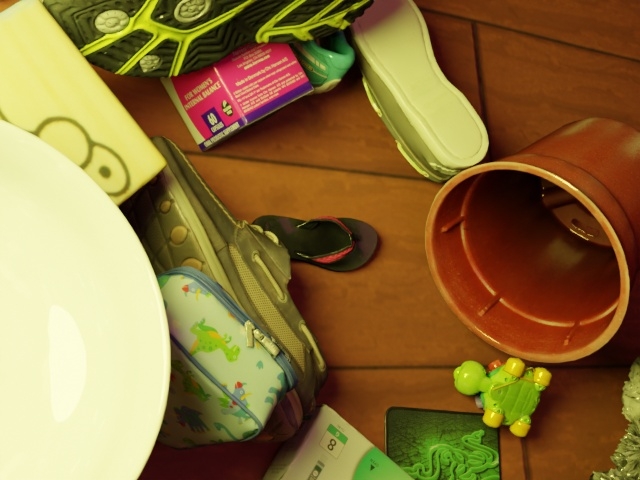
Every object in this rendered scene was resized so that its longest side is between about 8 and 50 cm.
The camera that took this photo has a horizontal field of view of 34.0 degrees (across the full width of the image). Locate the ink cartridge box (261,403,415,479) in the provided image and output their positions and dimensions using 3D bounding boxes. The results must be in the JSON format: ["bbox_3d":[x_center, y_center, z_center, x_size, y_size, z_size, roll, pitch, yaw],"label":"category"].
[{"bbox_3d":[0.005,0.325,1.164,0.181,0.056,0.224,43,57,-18],"label":"ink cartridge box"}]

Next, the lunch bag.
[{"bbox_3d":[-0.139,0.115,1.016,0.176,0.219,0.090,47,55,-15],"label":"lunch bag"}]

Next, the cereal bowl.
[{"bbox_3d":[-0.286,0.081,0.757,0.339,0.141,0.339,14,65,-34],"label":"cereal bowl"}]

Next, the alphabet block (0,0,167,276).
[{"bbox_3d":[-0.298,-0.074,0.972,0.192,0.193,0.197,-44,104,-33],"label":"alphabet block"}]

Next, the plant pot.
[{"bbox_3d":[0.321,-0.024,1.366,0.265,0.272,0.272,-36,99,-44],"label":"plant pot"}]

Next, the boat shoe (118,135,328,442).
[{"bbox_3d":[-0.105,0.045,1.132,0.130,0.132,0.355,-39,109,-45],"label":"boat shoe"}]

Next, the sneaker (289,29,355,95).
[{"bbox_3d":[-0.021,-0.318,1.284,0.107,0.110,0.275,-16,86,-37],"label":"sneaker"}]

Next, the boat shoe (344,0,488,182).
[{"bbox_3d":[0.101,-0.213,1.350,0.109,0.091,0.305,-27,83,-27],"label":"boat shoe"}]

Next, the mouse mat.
[{"bbox_3d":[0.156,0.288,1.310,0.190,0.007,0.152,10,72,-34],"label":"mouse mat"}]

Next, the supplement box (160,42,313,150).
[{"bbox_3d":[-0.125,-0.230,1.186,0.114,0.111,0.220,-33,96,-35],"label":"supplement box"}]

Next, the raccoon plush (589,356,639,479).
[{"bbox_3d":[0.559,0.283,1.347,0.216,0.446,0.299,28,83,-45],"label":"raccoon plush"}]

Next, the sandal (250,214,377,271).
[{"bbox_3d":[0.000,0.000,1.255,0.179,0.040,0.067,4,75,-34],"label":"sandal"}]

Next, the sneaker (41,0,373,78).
[{"bbox_3d":[-0.117,-0.272,1.072,0.385,0.145,0.147,-15,66,-37],"label":"sneaker"}]

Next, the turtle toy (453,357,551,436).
[{"bbox_3d":[0.231,0.191,1.349,0.130,0.066,0.095,23,92,-30],"label":"turtle toy"}]
